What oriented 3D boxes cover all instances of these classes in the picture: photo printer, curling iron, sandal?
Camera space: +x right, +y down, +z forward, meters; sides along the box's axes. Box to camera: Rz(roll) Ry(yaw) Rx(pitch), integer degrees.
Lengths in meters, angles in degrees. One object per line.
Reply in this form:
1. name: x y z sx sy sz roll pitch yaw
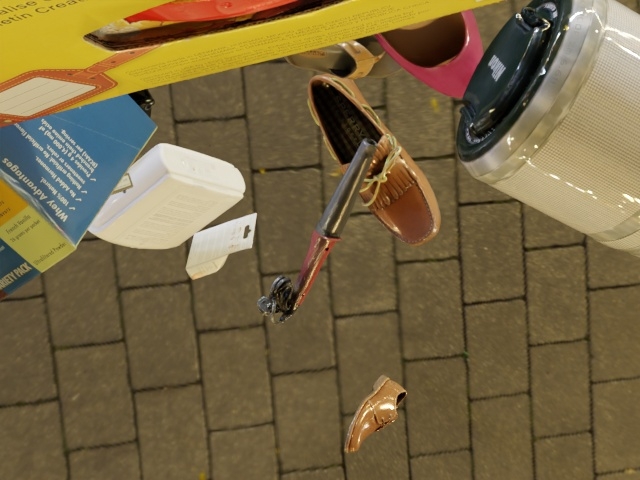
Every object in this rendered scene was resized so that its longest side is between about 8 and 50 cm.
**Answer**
1. photo printer: -0.363 -0.084 1.755 0.308 0.256 0.107 -34 63 30
2. curling iron: 0.000 0.000 0.886 0.035 0.068 0.274 41 121 16
3. sandal: 0.043 -0.303 1.252 0.219 0.060 0.090 6 129 5

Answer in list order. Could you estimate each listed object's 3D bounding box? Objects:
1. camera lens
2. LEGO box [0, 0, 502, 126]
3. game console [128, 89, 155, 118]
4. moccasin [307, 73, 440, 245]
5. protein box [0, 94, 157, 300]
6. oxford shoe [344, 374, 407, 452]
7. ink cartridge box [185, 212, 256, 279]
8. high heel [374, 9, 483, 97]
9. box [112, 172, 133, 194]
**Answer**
1. camera lens: 0.299 -0.119 0.804 0.274 0.219 0.219 26 93 -10
2. LEGO box: -0.062 -0.294 0.383 0.500 0.193 0.372 -11 87 14
3. game console: -0.283 -0.164 0.988 0.122 0.071 0.107 -31 94 -41
4. moccasin: 0.100 -0.157 1.464 0.139 0.147 0.380 -28 88 20
5. protein box: -0.280 -0.090 0.650 0.136 0.201 0.200 -29 116 27
6. oxford shoe: 0.118 0.372 1.622 0.076 0.212 0.076 24 136 21
7. ink cartridge box: -0.236 0.012 1.883 0.179 0.145 0.045 -16 126 14
8. high heel: 0.112 -0.265 0.931 0.127 0.181 0.377 -32 133 22
9. box: -0.489 -0.078 1.480 0.225 0.136 0.036 -10 102 30
